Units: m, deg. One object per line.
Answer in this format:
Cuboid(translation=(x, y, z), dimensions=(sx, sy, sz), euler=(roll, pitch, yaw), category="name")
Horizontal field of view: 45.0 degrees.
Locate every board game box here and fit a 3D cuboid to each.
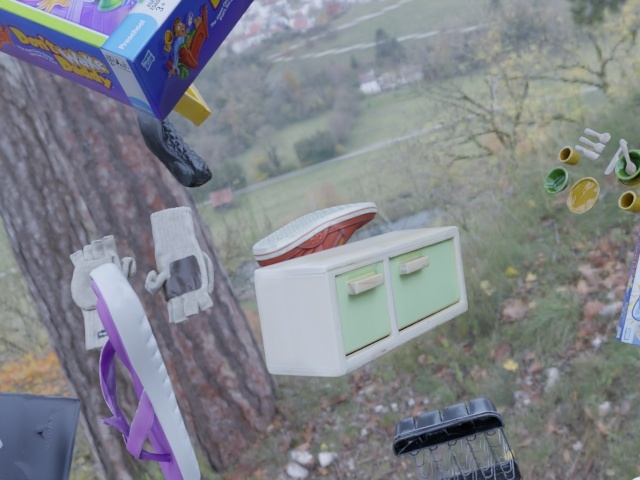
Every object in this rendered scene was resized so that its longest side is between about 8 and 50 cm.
Cuboid(translation=(-0.145, -0.294, 0.685), dimensions=(0.233, 0.078, 0.347), euler=(24, 69, 19), category="board game box")
Cuboid(translation=(0.563, 0.078, 1.234), dimensions=(0.136, 0.201, 0.035), euler=(12, -1, 6), category="board game box")

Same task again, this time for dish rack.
Cuboid(translation=(0.272, 0.422, 1.481), dimensions=(0.208, 0.271, 0.074), euler=(-18, 31, 13), category="dish rack")

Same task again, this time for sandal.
Cuboid(translation=(-0.269, 0.213, 1.091), dimensions=(0.102, 0.416, 0.169), euler=(-22, 33, -19), category="sandal")

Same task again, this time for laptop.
Cuboid(translation=(-0.694, 0.495, 1.443), dimensions=(0.408, 0.236, 0.381), euler=(-31, 42, 27), category="laptop")

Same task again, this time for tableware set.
Cuboid(translation=(0.331, -0.076, 0.924), dimensions=(0.104, 0.024, 0.154), euler=(-61, 30, 13), category="tableware set")

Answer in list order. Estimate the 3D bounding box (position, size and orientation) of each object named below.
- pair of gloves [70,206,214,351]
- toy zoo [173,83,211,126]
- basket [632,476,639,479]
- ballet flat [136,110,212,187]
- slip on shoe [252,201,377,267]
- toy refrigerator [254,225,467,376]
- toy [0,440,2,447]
Cuboid(translation=(-0.303, 0.065, 1.320), dimensions=(0.240, 0.042, 0.204), euler=(-21, 70, -1), category="pair of gloves")
Cuboid(translation=(-0.252, -0.255, 1.016), dimensions=(0.030, 0.293, 0.192), euler=(-44, 58, 10), category="toy zoo")
Cuboid(translation=(0.512, 0.501, 1.020), dimensions=(0.329, 0.266, 0.331), euler=(-24, 15, -6), category="basket")
Cuboid(translation=(-0.234, -0.151, 1.214), dimensions=(0.057, 0.173, 0.049), euler=(-44, -16, 33), category="ballet flat")
Cuboid(translation=(0.000, 0.000, 1.534), dimensions=(0.123, 0.101, 0.331), euler=(-8, 16, 42), category="slip on shoe")
Cuboid(translation=(0.057, 0.054, 0.800), dimensions=(0.094, 0.102, 0.270), euler=(-4, 5, 36), category="toy refrigerator")
Cuboid(translation=(-0.482, 0.176, 0.896), dimensions=(0.137, 0.237, 0.056), euler=(-31, 8, -36), category="toy")
